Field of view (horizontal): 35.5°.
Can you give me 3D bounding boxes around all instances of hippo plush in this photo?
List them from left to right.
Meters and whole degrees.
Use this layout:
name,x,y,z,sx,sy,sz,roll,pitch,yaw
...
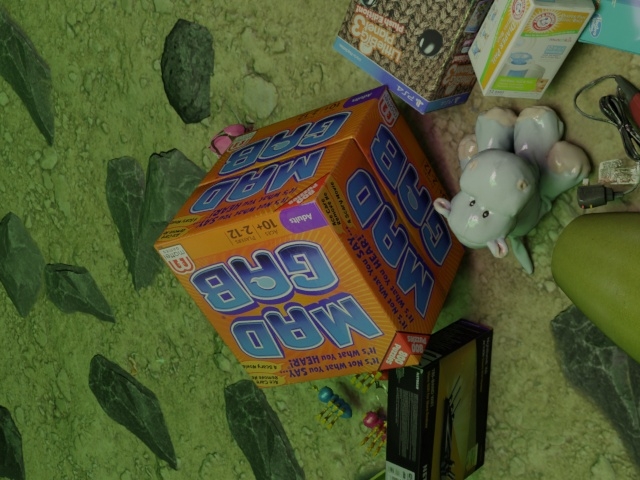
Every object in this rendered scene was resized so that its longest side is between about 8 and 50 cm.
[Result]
name,x,y,z,sx,sy,sz,roll,pitch,yaw
hippo plush,0.285,-0.090,1.711,0.234,0.236,0.294,41,127,23

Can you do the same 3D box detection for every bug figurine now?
name,x,y,z,sx,sy,sz,roll,pitch,yaw
bug figurine,0.103,0.335,2.096,0.216,0.072,0.279,43,139,5

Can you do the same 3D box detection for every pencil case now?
name,x,y,z,sx,sy,sz,roll,pitch,yaw
pencil case,-0.161,-0.147,2.186,0.098,0.095,0.209,-31,82,12

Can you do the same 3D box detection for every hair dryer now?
name,x,y,z,sx,sy,sz,roll,pitch,yaw
hair dryer,0.533,-0.158,1.563,0.293,0.080,0.224,1,89,30

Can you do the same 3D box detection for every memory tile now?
name,x,y,z,sx,sy,sz,roll,pitch,yaw
memory tile,0.160,0.315,2.113,0.148,0.012,0.113,43,128,23

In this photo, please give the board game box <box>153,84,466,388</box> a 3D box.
name,x,y,z,sx,sy,sz,roll,pitch,yaw
board game box,0.000,0.000,1.806,0.356,0.356,0.357,-14,120,35

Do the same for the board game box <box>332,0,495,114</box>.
name,x,y,z,sx,sy,sz,roll,pitch,yaw
board game box,0.190,-0.411,1.751,0.232,0.141,0.291,40,127,24

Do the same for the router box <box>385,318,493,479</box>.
name,x,y,z,sx,sy,sz,roll,pitch,yaw
router box,0.226,0.332,1.905,0.081,0.243,0.309,15,115,37

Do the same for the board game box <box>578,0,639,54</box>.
name,x,y,z,sx,sy,sz,roll,pitch,yaw
board game box,0.571,-0.384,1.470,0.336,0.079,0.254,24,119,33

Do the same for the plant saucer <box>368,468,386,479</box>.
name,x,y,z,sx,sy,sz,roll,pitch,yaw
plant saucer,0.157,0.606,2.192,0.188,0.045,0.188,55,131,12

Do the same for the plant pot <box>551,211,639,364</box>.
name,x,y,z,sx,sy,sz,roll,pitch,yaw
plant pot,0.519,0.065,1.574,0.293,0.274,0.275,29,123,50

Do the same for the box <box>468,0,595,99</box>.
name,x,y,z,sx,sy,sz,roll,pitch,yaw
box,0.336,-0.337,1.615,0.203,0.114,0.103,115,150,-50
